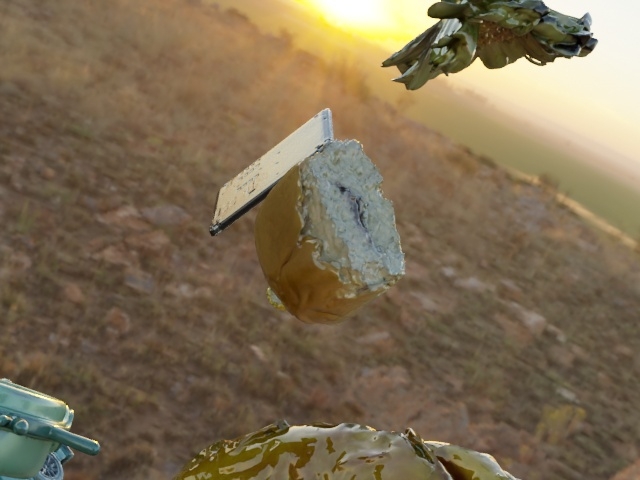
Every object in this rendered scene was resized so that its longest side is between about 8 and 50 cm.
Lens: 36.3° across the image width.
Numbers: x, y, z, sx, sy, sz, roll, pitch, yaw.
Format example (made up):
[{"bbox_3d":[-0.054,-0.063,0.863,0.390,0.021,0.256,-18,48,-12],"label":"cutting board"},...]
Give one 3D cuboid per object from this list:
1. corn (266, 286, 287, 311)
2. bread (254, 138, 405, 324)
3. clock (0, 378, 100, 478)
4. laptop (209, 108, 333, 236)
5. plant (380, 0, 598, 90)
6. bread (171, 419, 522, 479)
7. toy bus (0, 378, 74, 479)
[{"bbox_3d":[-0.027,0.080,1.585,0.067,0.067,0.206,29,11,18],"label":"corn"},{"bbox_3d":[0.000,-0.001,0.727,0.082,0.106,0.125,1,59,-46],"label":"bread"},{"bbox_3d":[-0.268,0.131,0.740,0.211,0.066,0.159,9,-15,36],"label":"clock"},{"bbox_3d":[-0.057,-0.083,1.154,0.016,0.180,0.129,49,16,-22],"label":"laptop"},{"bbox_3d":[0.237,-0.307,1.263,0.261,0.297,0.306,19,-13,-6],"label":"plant"},{"bbox_3d":[-0.005,0.187,0.455,0.120,0.236,0.198,51,37,-42],"label":"bread"},{"bbox_3d":[-0.371,0.240,0.951,0.147,0.128,0.256,50,14,3],"label":"toy bus"}]
